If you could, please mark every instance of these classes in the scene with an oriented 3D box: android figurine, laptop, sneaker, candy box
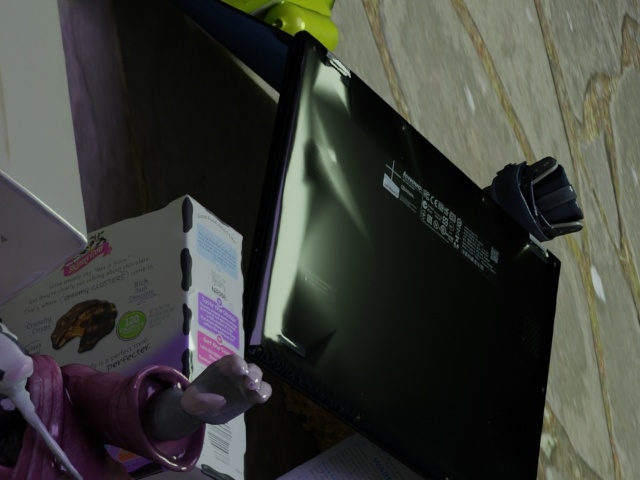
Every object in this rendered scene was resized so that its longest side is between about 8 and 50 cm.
[{"bbox_3d":[-0.066,-0.276,1.710,0.248,0.056,0.273,68,18,12],"label":"android figurine"},{"bbox_3d":[0.000,0.000,1.569,0.382,0.236,0.408,38,51,-42],"label":"laptop"},{"bbox_3d":[0.167,-0.017,1.906,0.226,0.163,0.086,-32,102,-61],"label":"sneaker"},{"bbox_3d":[-0.134,0.089,1.276,0.070,0.165,0.196,37,42,-47],"label":"candy box"}]

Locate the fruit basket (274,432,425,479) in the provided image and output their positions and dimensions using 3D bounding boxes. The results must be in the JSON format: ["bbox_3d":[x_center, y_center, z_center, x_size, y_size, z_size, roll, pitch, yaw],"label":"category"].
[{"bbox_3d":[0.043,0.312,1.374,0.327,0.165,0.353,52,34,12],"label":"fruit basket"}]

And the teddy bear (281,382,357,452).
[{"bbox_3d":[0.054,0.188,1.648,0.245,0.113,0.338,44,29,-53],"label":"teddy bear"}]

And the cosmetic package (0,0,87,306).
[{"bbox_3d":[-0.243,-0.090,1.133,0.129,0.153,0.296,43,21,-39],"label":"cosmetic package"}]

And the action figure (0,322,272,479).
[{"bbox_3d":[-0.124,0.169,1.071,0.370,0.248,0.276,64,-4,-10],"label":"action figure"}]
